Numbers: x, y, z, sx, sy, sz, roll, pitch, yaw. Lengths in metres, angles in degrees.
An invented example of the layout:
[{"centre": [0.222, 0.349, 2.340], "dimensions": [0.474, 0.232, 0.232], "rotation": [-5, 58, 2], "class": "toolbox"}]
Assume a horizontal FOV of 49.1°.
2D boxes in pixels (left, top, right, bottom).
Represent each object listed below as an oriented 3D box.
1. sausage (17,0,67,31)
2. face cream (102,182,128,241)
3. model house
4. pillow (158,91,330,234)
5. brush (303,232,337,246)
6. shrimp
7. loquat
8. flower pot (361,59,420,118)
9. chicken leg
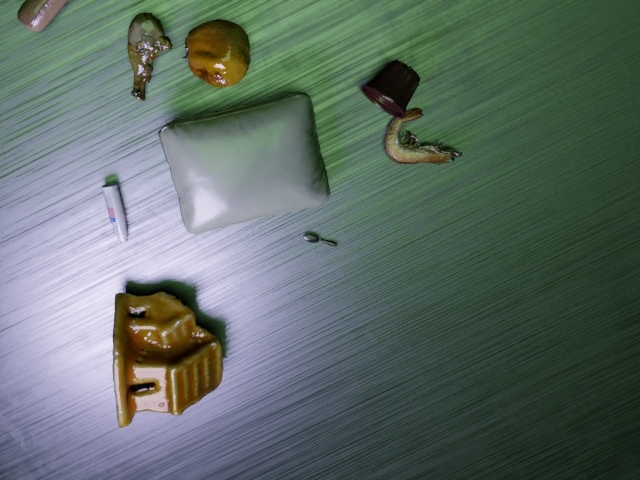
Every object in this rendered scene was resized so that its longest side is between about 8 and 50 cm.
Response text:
[{"centre": [-0.467, -0.521, 1.315], "dimensions": [0.065, 0.066, 0.301], "rotation": [36, 103, -18], "class": "sausage"}, {"centre": [-0.436, -0.058, 1.500], "dimensions": [0.034, 0.034, 0.130], "rotation": [-11, 111, -4], "class": "face cream"}, {"centre": [-0.337, 0.250, 1.551], "dimensions": [0.239, 0.173, 0.268], "rotation": [-1, 112, -7], "class": "model house"}, {"centre": [-0.154, -0.160, 1.459], "dimensions": [0.322, 0.120, 0.256], "rotation": [-15, 113, -5], "class": "pillow"}, {"centre": [0.000, 0.000, 1.597], "dimensions": [0.083, 0.008, 0.024], "rotation": [16, 103, -13], "class": "brush"}, {"centre": [0.229, -0.228, 1.539], "dimensions": [0.178, 0.034, 0.124], "rotation": [0, 103, -3], "class": "shrimp"}, {"centre": [-0.204, -0.371, 1.383], "dimensions": [0.137, 0.113, 0.137], "rotation": [6, 120, 11], "class": "loquat"}, {"centre": [0.155, -0.322, 1.460], "dimensions": [0.111, 0.111, 0.089], "rotation": [36, 89, -18], "class": "flower pot"}, {"centre": [-0.344, -0.361, 1.389], "dimensions": [0.093, 0.070, 0.178], "rotation": [20, 114, 4], "class": "chicken leg"}]
